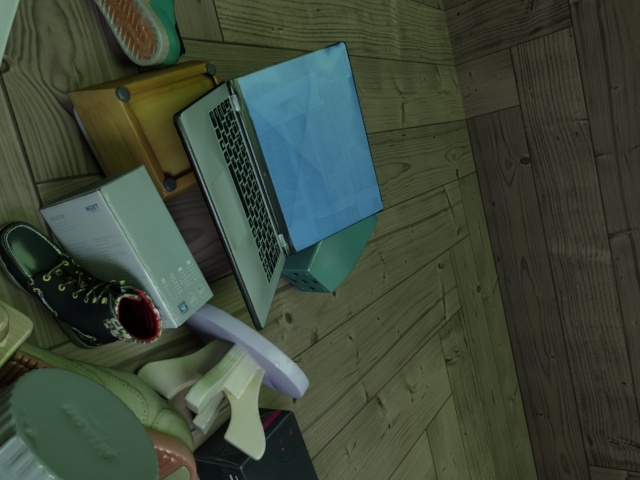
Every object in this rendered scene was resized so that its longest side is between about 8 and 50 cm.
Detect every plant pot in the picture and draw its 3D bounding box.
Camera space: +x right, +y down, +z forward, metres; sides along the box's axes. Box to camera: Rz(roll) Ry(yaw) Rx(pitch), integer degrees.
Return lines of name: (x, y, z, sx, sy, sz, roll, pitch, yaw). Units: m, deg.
plant pot: (0.000, 0.000, 1.213, 0.165, 0.165, 0.234, 45, 57, -38)

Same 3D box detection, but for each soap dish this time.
soap dish: (-0.271, -0.201, 0.918, 0.291, 0.118, 0.229, -42, 117, -48)

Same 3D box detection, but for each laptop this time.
laptop: (-0.032, -0.122, 0.924, 0.408, 0.236, 0.382, -78, 154, -62)

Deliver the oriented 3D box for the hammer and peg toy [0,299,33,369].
hammer and peg toy: (-0.531, 0.093, 0.490, 0.361, 0.127, 0.266, 35, 52, -12)

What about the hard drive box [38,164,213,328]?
hard drive box: (-0.303, 0.020, 0.783, 0.089, 0.181, 0.232, -46, 120, -47)

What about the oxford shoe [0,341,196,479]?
oxford shoe: (-0.357, 0.246, 0.743, 0.397, 0.140, 0.146, 46, 7, -26)

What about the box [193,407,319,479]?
box: (-0.107, 0.489, 0.981, 0.165, 0.143, 0.271, -36, 111, -50)

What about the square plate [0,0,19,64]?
square plate: (-0.568, -0.357, 0.614, 0.344, 0.049, 0.347, 24, 64, -49)

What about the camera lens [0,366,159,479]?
camera lens: (-0.351, 0.311, 0.559, 0.274, 0.219, 0.219, -46, 129, -1)

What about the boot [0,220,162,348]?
boot: (-0.344, 0.063, 0.720, 0.085, 0.178, 0.236, -54, 126, -43)

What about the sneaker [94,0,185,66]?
sneaker: (-0.344, -0.457, 0.899, 0.302, 0.108, 0.121, 67, 19, -10)

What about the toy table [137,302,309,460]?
toy table: (-0.175, 0.245, 0.884, 0.161, 0.274, 0.252, -54, 159, -31)
